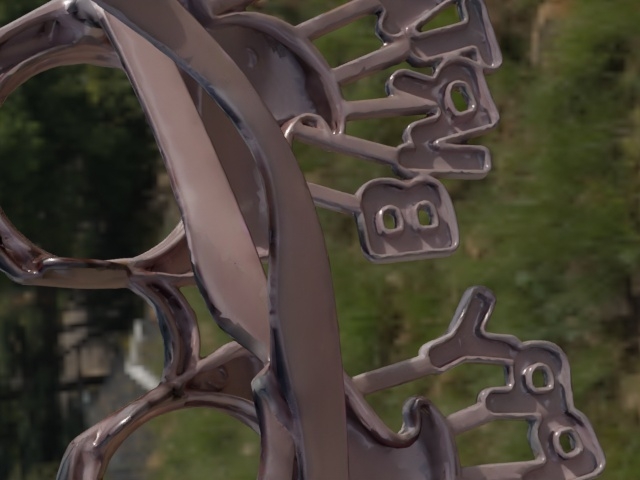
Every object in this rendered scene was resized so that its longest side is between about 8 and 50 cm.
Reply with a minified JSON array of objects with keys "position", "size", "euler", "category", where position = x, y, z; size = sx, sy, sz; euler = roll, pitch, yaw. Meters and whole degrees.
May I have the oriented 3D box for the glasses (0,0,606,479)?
[{"position":[0.003,0.000,0.457],"size":[0.095,0.162,0.255],"euler":[-25,80,60],"category":"glasses"}]
